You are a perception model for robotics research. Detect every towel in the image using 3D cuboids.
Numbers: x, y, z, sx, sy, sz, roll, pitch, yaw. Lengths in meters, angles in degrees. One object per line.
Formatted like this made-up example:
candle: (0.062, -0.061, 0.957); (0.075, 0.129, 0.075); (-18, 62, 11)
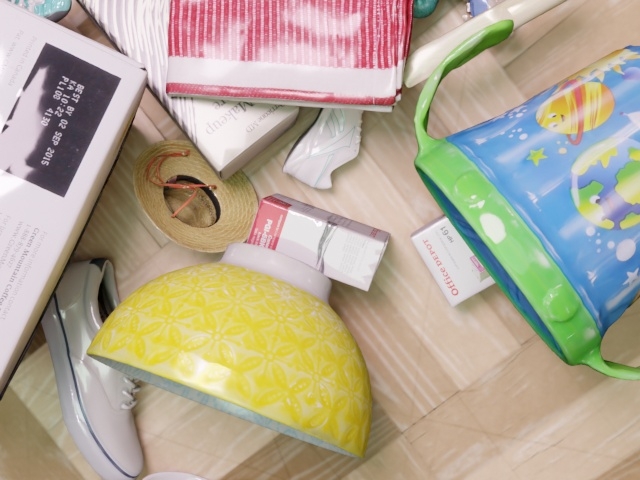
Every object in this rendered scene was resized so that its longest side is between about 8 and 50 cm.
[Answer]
towel: (-0.023, -0.293, 0.844); (0.237, 0.037, 0.328); (5, 87, 10)

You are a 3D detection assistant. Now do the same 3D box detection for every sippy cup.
sippy cup: (0.239, -0.046, 0.786); (0.224, 0.240, 0.305); (-38, 118, 4)

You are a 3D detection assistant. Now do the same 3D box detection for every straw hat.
straw hat: (-0.144, -0.036, 0.961); (0.144, 0.144, 0.061); (43, 138, 0)

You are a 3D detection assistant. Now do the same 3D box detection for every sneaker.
sneaker: (0.022, -0.122, 0.944); (0.061, 0.053, 0.152); (33, 105, -7)
sneaker: (-0.301, -0.234, 0.930); (0.167, 0.076, 0.065); (3, 74, 42)
sneaker: (-0.236, 0.143, 0.978); (0.091, 0.094, 0.258); (-18, 93, 13)

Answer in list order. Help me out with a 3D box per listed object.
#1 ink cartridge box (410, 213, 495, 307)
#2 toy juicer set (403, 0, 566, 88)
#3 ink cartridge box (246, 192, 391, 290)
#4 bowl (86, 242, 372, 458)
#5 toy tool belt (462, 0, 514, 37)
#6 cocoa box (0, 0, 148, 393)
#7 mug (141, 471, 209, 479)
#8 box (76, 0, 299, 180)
ink cartridge box: (0.168, 0.002, 0.937); (0.122, 0.052, 0.088); (-31, 92, 10)
toy juicer set: (0.163, -0.319, 0.879); (0.209, 0.089, 0.328); (-8, 84, 8)
ink cartridge box: (0.000, 0.000, 0.932); (0.135, 0.099, 0.056); (20, 98, 5)
bowl: (-0.067, 0.095, 0.883); (0.290, 0.289, 0.156); (20, 76, 4)
toy tool belt: (0.167, -0.244, 0.910); (0.051, 0.052, 0.083); (-10, 95, -1)
cocoa box: (-0.342, -0.034, 0.836); (0.231, 0.228, 0.347); (25, 79, -12)
mug: (-0.187, 0.356, 0.996); (0.150, 0.113, 0.169); (19, 103, 14)
box: (-0.148, -0.203, 0.920); (0.113, 0.094, 0.275); (-40, 91, -5)
